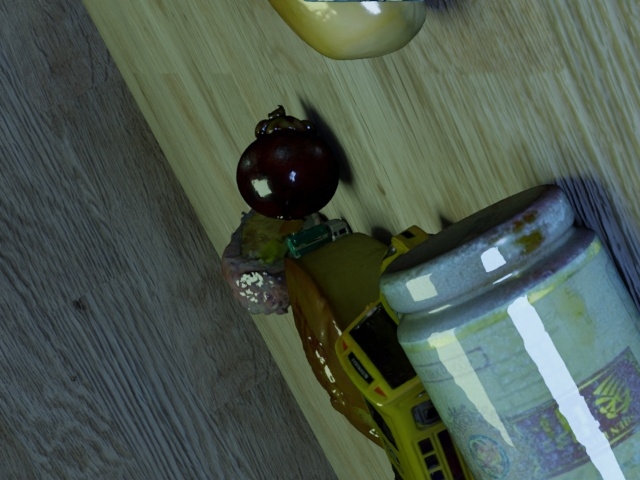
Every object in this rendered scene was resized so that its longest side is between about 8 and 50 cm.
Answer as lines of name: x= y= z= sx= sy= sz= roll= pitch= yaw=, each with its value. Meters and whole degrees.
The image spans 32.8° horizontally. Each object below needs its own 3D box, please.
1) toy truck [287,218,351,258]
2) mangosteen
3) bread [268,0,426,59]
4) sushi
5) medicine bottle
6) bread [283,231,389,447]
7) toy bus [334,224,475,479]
toy truck: x=0.000 y=0.000 z=1.410 sx=0.039 sy=0.083 sz=0.044 roll=35 pitch=146 yaw=68
mangosteen: x=-0.040 y=-0.092 z=1.277 sx=0.140 sy=0.140 sz=0.140 roll=57 pitch=169 yaw=17
bread: x=-0.011 y=-0.220 z=0.740 sx=0.217 sy=0.098 sz=0.147 roll=64 pitch=-159 yaw=-6
sushi: x=-0.073 y=0.017 z=1.579 sx=0.241 sy=0.161 sz=0.107 roll=44 pitch=162 yaw=54
medicine bottle: x=0.174 y=0.133 z=0.737 sx=0.322 sy=0.151 sz=0.151 roll=61 pitch=170 yaw=-4
bread: x=0.056 y=0.119 z=1.274 sx=0.270 sy=0.148 sz=0.270 roll=57 pitch=169 yaw=18
toy bus: x=0.119 y=0.153 z=1.062 sx=0.145 sy=0.151 sz=0.331 roll=51 pitch=167 yaw=52
